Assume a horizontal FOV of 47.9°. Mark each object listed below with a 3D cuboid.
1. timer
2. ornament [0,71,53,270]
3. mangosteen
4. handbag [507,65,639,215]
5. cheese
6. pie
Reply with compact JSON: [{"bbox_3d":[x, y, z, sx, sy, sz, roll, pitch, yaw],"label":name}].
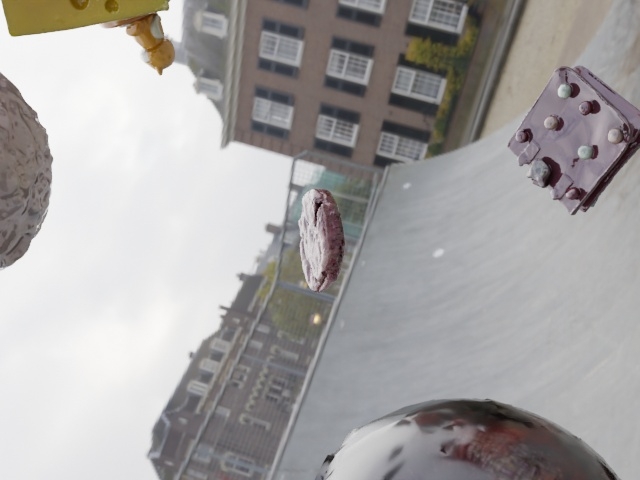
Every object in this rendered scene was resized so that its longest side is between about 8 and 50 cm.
[{"bbox_3d":[-0.264,-0.322,1.074,0.132,0.132,0.152,-66,-39,-49],"label":"timer"},{"bbox_3d":[-0.402,-0.068,0.704,0.225,0.259,0.259,22,-95,-66],"label":"ornament"},{"bbox_3d":[0.138,0.362,0.779,0.421,0.381,0.380,118,172,-67],"label":"mangosteen"},{"bbox_3d":[0.452,-0.182,1.296,0.074,0.203,0.216,-6,-40,-37],"label":"handbag"},{"bbox_3d":[-0.257,-0.292,0.814,0.126,0.171,0.093,-59,-39,-66],"label":"cheese"},{"bbox_3d":[0.000,0.000,1.031,0.153,0.038,0.153,175,90,-76],"label":"pie"}]
